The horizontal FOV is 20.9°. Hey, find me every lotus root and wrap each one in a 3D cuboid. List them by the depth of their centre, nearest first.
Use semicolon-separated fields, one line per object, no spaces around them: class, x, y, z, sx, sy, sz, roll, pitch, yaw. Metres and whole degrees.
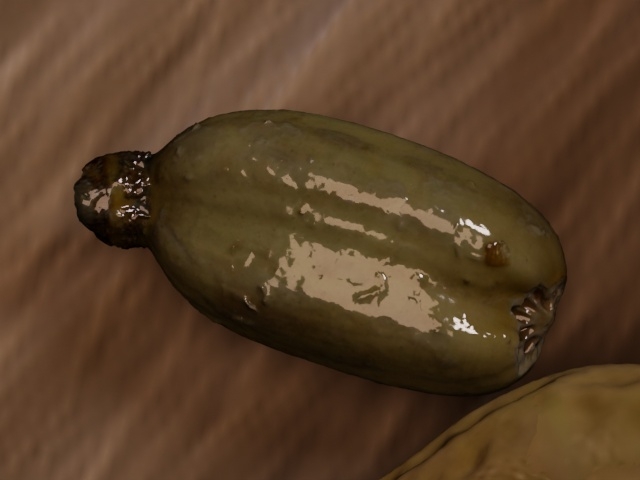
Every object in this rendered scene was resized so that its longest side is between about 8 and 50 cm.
lotus root;0.000;0.000;0.645;0.183;0.077;0.090;15;94;6

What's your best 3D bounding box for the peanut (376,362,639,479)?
peanut;0.032;0.158;0.599;0.305;0.147;0.147;-31;83;1
